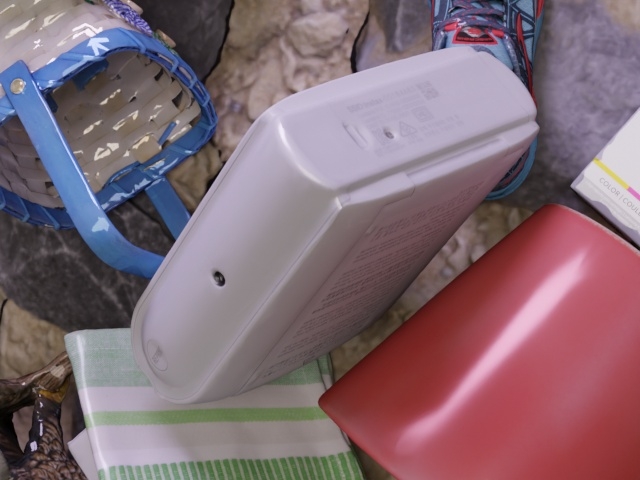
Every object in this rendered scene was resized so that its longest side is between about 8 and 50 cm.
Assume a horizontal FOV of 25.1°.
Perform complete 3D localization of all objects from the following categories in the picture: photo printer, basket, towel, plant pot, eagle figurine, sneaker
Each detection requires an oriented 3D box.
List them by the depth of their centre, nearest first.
[{"bbox_3d":[0.000,0.000,1.103,0.107,0.256,0.307,52,135,16],"label":"photo printer"},{"bbox_3d":[0.176,0.123,1.124,0.275,0.275,0.243,39,88,10],"label":"plant pot"},{"bbox_3d":[-0.052,0.211,1.140,0.038,0.247,0.325,-48,51,42],"label":"towel"},{"bbox_3d":[0.140,-0.167,1.191,0.104,0.125,0.262,-6,89,9],"label":"sneaker"},{"bbox_3d":[-0.188,-0.081,1.195,0.201,0.255,0.289,-31,72,7],"label":"basket"},{"bbox_3d":[-0.216,0.253,1.232,0.225,0.226,0.298,-18,80,-9],"label":"eagle figurine"}]

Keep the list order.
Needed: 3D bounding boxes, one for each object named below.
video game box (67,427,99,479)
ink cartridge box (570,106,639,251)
[{"bbox_3d":[-0.085,0.217,1.195,0.048,0.187,0.205,-44,75,35],"label":"video game box"},{"bbox_3d":[0.316,-0.085,1.185,0.109,0.062,0.209,43,97,10],"label":"ink cartridge box"}]
